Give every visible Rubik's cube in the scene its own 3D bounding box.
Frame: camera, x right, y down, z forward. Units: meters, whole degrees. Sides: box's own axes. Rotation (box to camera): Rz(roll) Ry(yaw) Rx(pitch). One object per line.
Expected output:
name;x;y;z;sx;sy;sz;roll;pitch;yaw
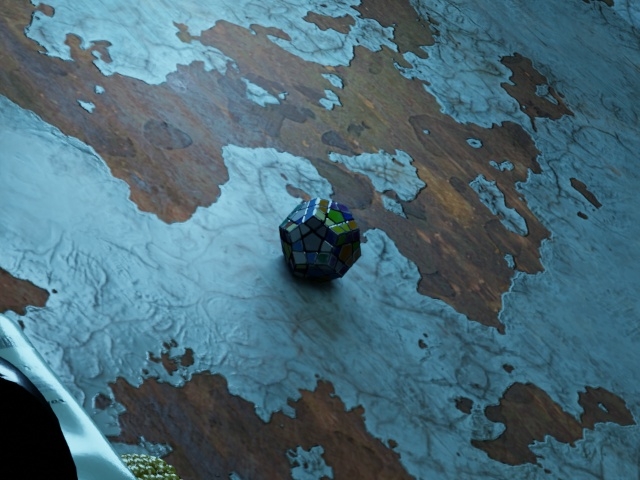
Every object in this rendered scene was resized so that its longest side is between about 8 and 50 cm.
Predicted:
Rubik's cube;0.000;0.000;1.915;0.111;0.111;0.093;36;8;8

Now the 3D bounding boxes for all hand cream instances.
hand cream;-0.275;0.167;1.456;0.109;0.067;0.320;2;24;-36

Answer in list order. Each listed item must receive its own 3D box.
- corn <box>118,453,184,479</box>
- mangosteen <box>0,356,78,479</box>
corn;-0.252;0.257;1.420;0.293;0.106;0.106;-7;50;-41
mangosteen;-0.304;0.208;1.181;0.287;0.233;0.288;29;48;-39
